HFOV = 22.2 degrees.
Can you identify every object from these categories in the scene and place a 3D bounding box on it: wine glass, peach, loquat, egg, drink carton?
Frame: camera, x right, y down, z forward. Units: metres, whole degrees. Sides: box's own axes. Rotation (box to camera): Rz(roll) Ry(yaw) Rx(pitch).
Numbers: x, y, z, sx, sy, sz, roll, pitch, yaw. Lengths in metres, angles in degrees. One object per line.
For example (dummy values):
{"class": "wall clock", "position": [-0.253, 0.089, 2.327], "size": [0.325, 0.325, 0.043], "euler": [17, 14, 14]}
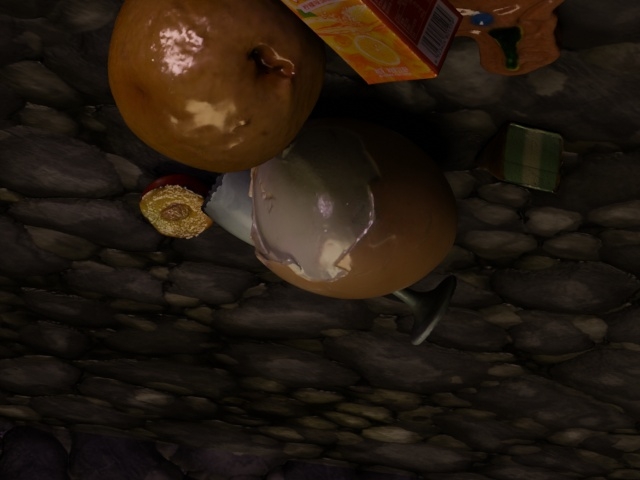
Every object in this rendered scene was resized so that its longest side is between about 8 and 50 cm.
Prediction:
{"class": "wine glass", "position": [0.000, 0.000, 2.029], "size": [0.309, 0.096, 0.264], "euler": [31, -178, -7]}
{"class": "peach", "position": [-0.173, -0.052, 2.010], "size": [0.098, 0.061, 0.098], "euler": [1, 135, 1]}
{"class": "loquat", "position": [-0.098, -0.167, 1.548], "size": [0.208, 0.208, 0.208], "euler": [7, 157, 3]}
{"class": "egg", "position": [0.041, -0.033, 1.810], "size": [0.244, 0.201, 0.201], "euler": [11, 158, -29]}
{"class": "drink carton", "position": [0.018, -0.231, 1.430], "size": [0.096, 0.071, 0.223], "euler": [1, 149, 48]}

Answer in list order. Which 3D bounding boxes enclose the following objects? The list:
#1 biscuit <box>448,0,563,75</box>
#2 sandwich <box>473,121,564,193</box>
{"class": "biscuit", "position": [0.134, -0.239, 1.492], "size": [0.202, 0.047, 0.334], "euler": [7, 157, 3]}
{"class": "sandwich", "position": [0.216, -0.071, 1.821], "size": [0.074, 0.074, 0.116], "euler": [13, 156, -11]}
